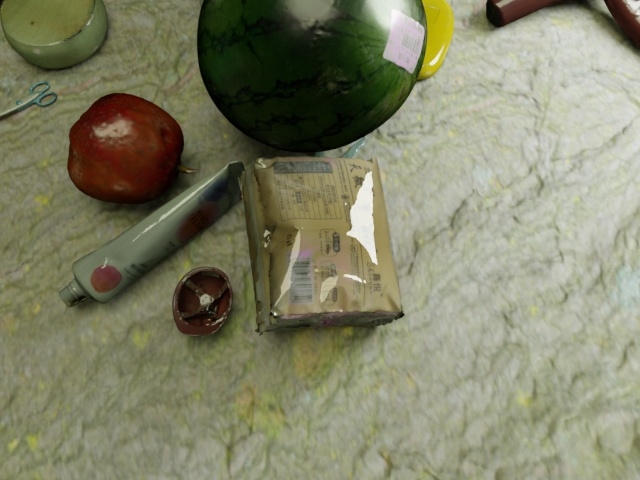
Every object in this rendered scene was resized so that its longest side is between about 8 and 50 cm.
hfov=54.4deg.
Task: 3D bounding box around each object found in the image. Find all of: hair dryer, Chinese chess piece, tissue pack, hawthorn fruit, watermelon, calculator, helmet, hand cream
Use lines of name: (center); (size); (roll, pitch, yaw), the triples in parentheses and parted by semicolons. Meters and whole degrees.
hair dryer: (0.512, -0.395, 1.117); (0.313, 0.123, 0.340); (-33, 80, 0)
Chinese chess piece: (-0.496, -0.413, 1.165); (0.189, 0.083, 0.188); (0, 69, 0)
tissue pack: (0.000, 0.000, 0.920); (0.215, 0.123, 0.256); (-1, 72, -19)
hawthorn fruit: (-0.294, -0.137, 0.998); (0.201, 0.179, 0.179); (21, 68, -11)
watermelon: (-0.021, -0.297, 0.950); (0.364, 0.363, 0.363); (-1, 67, 2)
calculator: (0.163, -0.368, 1.140); (0.146, 0.032, 0.234); (18, 67, 10)
helmet: (-0.175, 0.101, 0.943); (0.089, 0.057, 0.111); (5, 63, 1)
hand cream: (-0.252, -0.004, 0.968); (0.341, 0.124, 0.077); (-34, 72, -6)

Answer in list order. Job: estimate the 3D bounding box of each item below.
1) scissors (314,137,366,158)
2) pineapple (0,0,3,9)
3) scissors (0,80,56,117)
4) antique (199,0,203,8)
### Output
scissors: (-0.007, -0.089, 1.039); (0.144, 0.017, 0.247); (21, 68, 10)
pineapple: (-0.648, -0.485, 1.210); (0.160, 0.074, 0.074); (13, 68, -1)
scissors: (-0.541, -0.248, 1.130); (0.119, 0.014, 0.058); (-34, 69, -15)
antique: (-0.145, -0.486, 1.127); (0.147, 0.148, 0.151); (-3, 108, 2)
